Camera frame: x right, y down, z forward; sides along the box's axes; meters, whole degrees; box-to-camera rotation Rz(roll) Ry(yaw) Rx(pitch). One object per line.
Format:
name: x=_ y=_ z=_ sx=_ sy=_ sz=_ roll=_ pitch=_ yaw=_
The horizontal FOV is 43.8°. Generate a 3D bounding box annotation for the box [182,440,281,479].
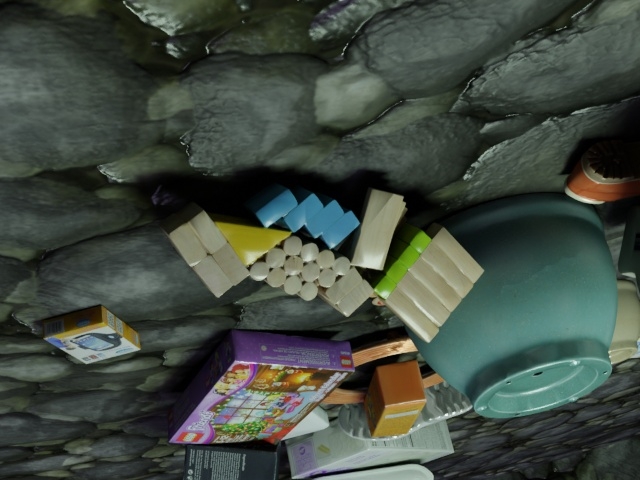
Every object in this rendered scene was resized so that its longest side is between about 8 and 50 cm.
box: x=-0.154 y=0.403 z=1.412 sx=0.158 sy=0.093 sz=0.156 roll=4 pitch=173 yaw=1

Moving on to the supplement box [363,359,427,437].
supplement box: x=0.130 y=0.289 z=1.428 sx=0.080 sy=0.078 sz=0.233 roll=-9 pitch=153 yaw=-6

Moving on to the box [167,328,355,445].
box: x=-0.103 y=0.245 z=1.274 sx=0.201 sy=0.057 sz=0.293 roll=10 pitch=140 yaw=-27

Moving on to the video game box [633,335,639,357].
video game box: x=0.599 y=0.173 z=1.507 sx=0.187 sy=0.048 sz=0.205 roll=-3 pitch=153 yaw=-24

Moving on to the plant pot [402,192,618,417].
plant pot: x=0.251 y=0.104 z=1.013 sx=0.293 sy=0.196 sz=0.293 roll=-10 pitch=148 yaw=-7

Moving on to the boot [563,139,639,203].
boot: x=0.355 y=-0.075 z=0.897 sx=0.158 sy=0.059 sz=0.085 roll=0 pitch=157 yaw=-10

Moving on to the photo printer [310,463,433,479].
photo printer: x=0.113 y=0.610 z=1.887 sx=0.307 sy=0.107 sz=0.256 roll=-4 pitch=154 yaw=-15

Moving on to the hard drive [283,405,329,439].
hard drive: x=-0.118 y=0.338 z=1.527 sx=0.203 sy=0.040 sz=0.307 roll=-16 pitch=154 yaw=8

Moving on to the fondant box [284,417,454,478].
fondant box: x=0.118 y=0.480 z=1.856 sx=0.238 sy=0.096 sz=0.330 roll=-31 pitch=148 yaw=34

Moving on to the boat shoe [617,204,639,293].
boat shoe: x=0.442 y=0.016 z=0.892 sx=0.158 sy=0.127 sz=0.340 roll=10 pitch=-171 yaw=12

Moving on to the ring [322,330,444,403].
ring: x=0.125 y=0.224 z=1.419 sx=0.336 sy=0.032 sz=0.336 roll=-9 pitch=153 yaw=-5

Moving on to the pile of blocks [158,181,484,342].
pile of blocks: x=0.000 y=0.000 z=0.861 sx=0.362 sy=0.149 sz=0.112 roll=15 pitch=-173 yaw=-28

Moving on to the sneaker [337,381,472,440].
sneaker: x=0.174 y=0.351 z=1.610 sx=0.281 sy=0.105 sz=0.115 roll=-9 pitch=157 yaw=-4

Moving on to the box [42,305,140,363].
box: x=-0.294 y=0.128 z=1.044 sx=0.081 sy=0.028 sz=0.136 roll=-15 pitch=152 yaw=5

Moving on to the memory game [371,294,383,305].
memory game: x=0.151 y=0.055 z=1.109 sx=0.186 sy=0.012 sz=0.186 roll=-10 pitch=154 yaw=-5

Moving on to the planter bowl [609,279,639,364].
planter bowl: x=0.463 y=0.148 z=1.325 sx=0.162 sy=0.109 sz=0.162 roll=-11 pitch=154 yaw=-5
